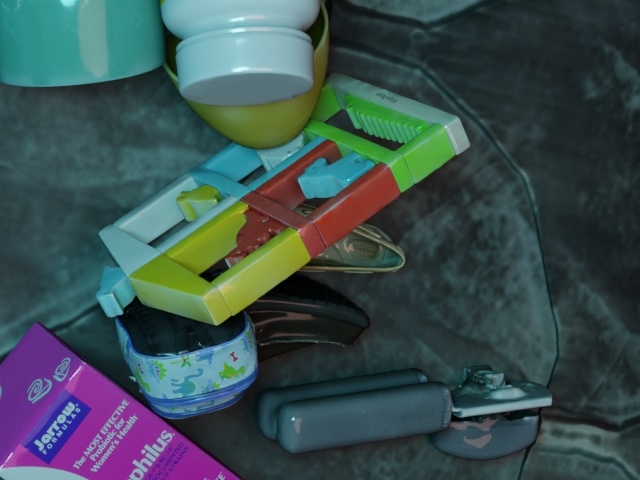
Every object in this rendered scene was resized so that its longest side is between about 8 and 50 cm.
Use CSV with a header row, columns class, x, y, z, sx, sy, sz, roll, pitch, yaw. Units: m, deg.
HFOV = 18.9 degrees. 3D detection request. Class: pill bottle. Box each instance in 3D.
class,x,y,z,sx,sy,sz,roll,pitch,yaw
pill bottle,-0.061,-0.211,1.403,0.119,0.119,0.209,1,79,-31

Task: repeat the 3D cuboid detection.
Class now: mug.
class,x,y,z,sx,sy,sz,roll,pitch,yaw
mug,-0.180,-0.178,1.430,0.129,0.158,0.097,-4,106,6

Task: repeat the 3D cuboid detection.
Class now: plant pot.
class,x,y,z,sx,sy,sz,roll,pitch,yaw
plant pot,-0.052,-0.129,1.520,0.134,0.134,0.095,-34,139,-18

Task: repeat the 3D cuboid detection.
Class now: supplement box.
class,x,y,z,sx,sy,sz,roll,pitch,yaw
supplement box,-0.168,0.180,1.539,0.220,0.114,0.111,41,83,-31

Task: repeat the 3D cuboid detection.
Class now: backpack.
class,x,y,z,sx,sy,sz,roll,pitch,yaw
backpack,-0.099,0.087,1.478,0.105,0.114,0.084,-14,114,-9

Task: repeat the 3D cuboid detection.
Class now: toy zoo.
class,x,y,z,sx,sy,sz,roll,pitch,yaw
toy zoo,-0.050,-0.027,1.500,0.293,0.192,0.030,-36,120,-18

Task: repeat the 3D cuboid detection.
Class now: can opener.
class,x,y,z,sx,sy,sz,roll,pitch,yaw
can opener,0.080,0.166,1.701,0.283,0.076,0.095,-6,106,-28

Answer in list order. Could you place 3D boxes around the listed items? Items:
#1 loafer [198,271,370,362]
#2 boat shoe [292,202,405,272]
class,x,y,z,sx,sy,sz,roll,pitch,yaw
loafer,-0.066,0.070,1.593,0.220,0.080,0.078,6,105,-22
boat shoe,0.000,0.002,1.622,0.153,0.048,0.056,13,97,-33
